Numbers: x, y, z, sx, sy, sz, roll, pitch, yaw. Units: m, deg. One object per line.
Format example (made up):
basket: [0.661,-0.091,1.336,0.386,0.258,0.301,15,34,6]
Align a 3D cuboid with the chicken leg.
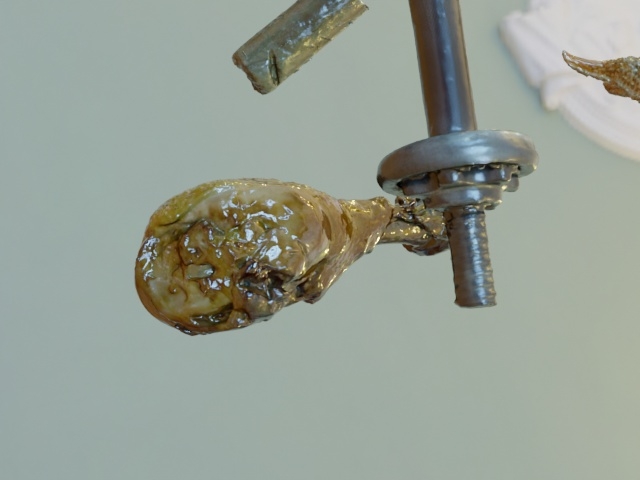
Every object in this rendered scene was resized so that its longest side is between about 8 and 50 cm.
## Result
chicken leg: [0.000,-0.003,0.733,0.107,0.251,0.087,-10,-89,54]

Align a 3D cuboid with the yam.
yam: [-0.020,-0.193,1.099,0.054,0.132,0.054,51,5,-6]

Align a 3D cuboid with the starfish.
starfish: [0.430,-0.168,1.290,0.293,0.301,0.084,33,-64,52]

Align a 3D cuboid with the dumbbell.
dumbbell: [0.061,-0.091,0.588,0.081,0.081,0.254,129,-45,-76]
